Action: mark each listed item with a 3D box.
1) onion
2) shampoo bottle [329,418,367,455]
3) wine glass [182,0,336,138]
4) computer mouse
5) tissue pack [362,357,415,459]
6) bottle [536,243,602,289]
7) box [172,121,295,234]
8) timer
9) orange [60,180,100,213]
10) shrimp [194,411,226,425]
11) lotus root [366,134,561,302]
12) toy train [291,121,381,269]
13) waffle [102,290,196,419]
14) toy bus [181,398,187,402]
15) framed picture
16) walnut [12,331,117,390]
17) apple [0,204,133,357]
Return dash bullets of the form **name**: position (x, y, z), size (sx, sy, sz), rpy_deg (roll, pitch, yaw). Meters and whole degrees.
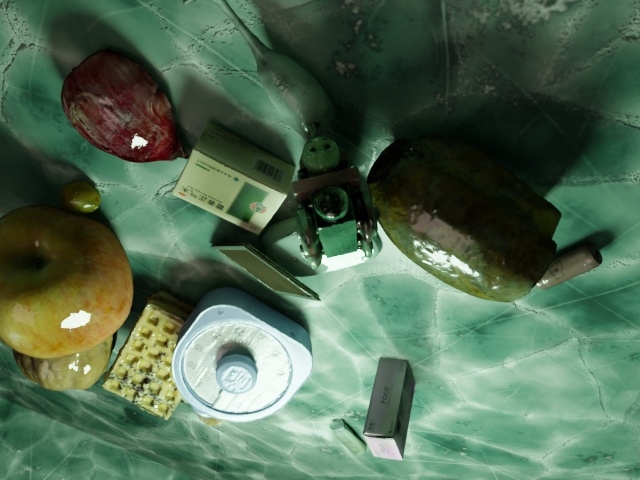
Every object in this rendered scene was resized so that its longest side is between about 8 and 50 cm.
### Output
- **onion**: position (-0.400, -0.240, 1.135), size (0.283, 0.120, 0.227), rpy_deg (39, 140, -22)
- **shampoo bottle**: position (0.106, 0.741, 2.066), size (0.072, 0.049, 0.212), rpy_deg (-5, 135, 31)
- **wine glass**: position (-0.058, -0.291, 0.878), size (0.309, 0.096, 0.264), rpy_deg (47, 173, -29)
- **computer mouse**: position (0.001, -0.004, 1.256), size (0.289, 0.097, 0.159), rpy_deg (-18, 127, 29)
- **tissue pack**: position (0.204, 0.488, 1.600), size (0.093, 0.246, 0.148), rpy_deg (-1, 135, 22)
- **bottle**: position (0.514, 0.056, 1.156), size (0.053, 0.053, 0.140), rpy_deg (35, 137, -17)
- **box**: position (-0.187, -0.127, 1.184), size (0.212, 0.095, 0.168), rpy_deg (26, 141, -15)
- **timer**: position (-0.239, 0.354, 1.566), size (0.395, 0.173, 0.394), rpy_deg (-2, 111, -6)
- **orange**: position (-0.601, -0.107, 1.385), size (0.095, 0.085, 0.085), rpy_deg (22, 139, 0)
- **shrimp**: position (-0.327, 0.434, 1.758), size (0.168, 0.317, 0.077), rpy_deg (11, -179, 17)
- **lotus root**: position (0.248, -0.047, 1.021), size (0.346, 0.250, 0.250), rpy_deg (34, 137, -10)
- **toy train**: position (0.018, -0.076, 0.999), size (0.150, 0.221, 0.304), rpy_deg (-12, 167, 1)
- **waffle**: position (-0.493, 0.360, 1.715), size (0.261, 0.114, 0.376), rpy_deg (31, 111, -12)
- **toy bus**: position (-0.343, 0.487, 1.890), size (0.306, 0.143, 0.179), rpy_deg (7, 135, 15)
- **framed picture**: position (-0.141, 0.073, 1.358), size (0.231, 0.018, 0.293), rpy_deg (38, 164, -21)
- **walnut**: position (-0.778, 0.281, 1.705), size (0.306, 0.306, 0.343), rpy_deg (1, 93, 20)
- **apple**: position (-0.685, 0.100, 1.414), size (0.392, 0.391, 0.346), rpy_deg (18, 164, 2)
